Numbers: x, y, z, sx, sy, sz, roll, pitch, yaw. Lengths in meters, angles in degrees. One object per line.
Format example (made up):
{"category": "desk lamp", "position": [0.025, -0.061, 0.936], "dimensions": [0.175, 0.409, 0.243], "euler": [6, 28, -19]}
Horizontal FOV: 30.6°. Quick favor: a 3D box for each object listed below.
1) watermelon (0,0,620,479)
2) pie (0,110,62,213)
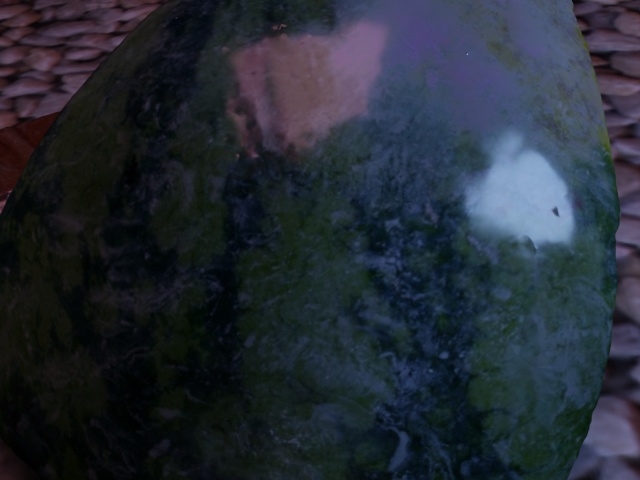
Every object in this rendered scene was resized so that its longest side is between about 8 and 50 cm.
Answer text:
{"category": "watermelon", "position": [0.000, 0.000, 0.482], "dimensions": [0.256, 0.260, 0.176], "euler": [25, 27, 6]}
{"category": "pie", "position": [-0.137, -0.011, 0.649], "dimensions": [0.218, 0.054, 0.204], "euler": [21, 42, 35]}
